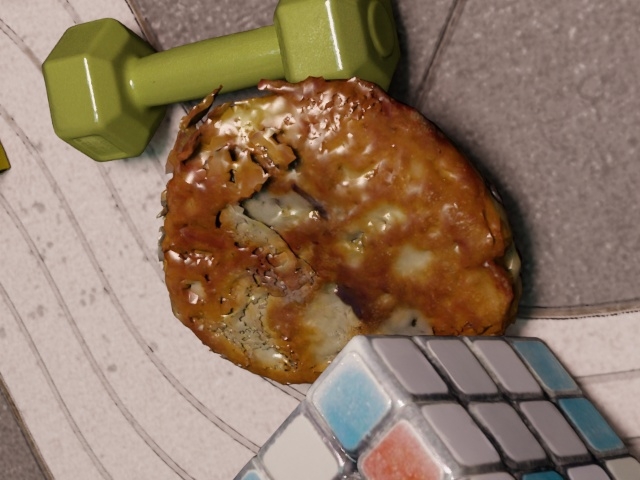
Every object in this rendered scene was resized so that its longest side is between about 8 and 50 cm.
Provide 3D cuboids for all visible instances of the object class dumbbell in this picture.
[{"bbox_3d":[-0.084,-0.144,1.173,0.302,0.121,0.108,-9,66,25],"label":"dumbbell"}]

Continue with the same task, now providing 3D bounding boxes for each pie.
[{"bbox_3d":[0.000,0.001,1.134,0.308,0.085,0.308,5,125,8],"label":"pie"}]

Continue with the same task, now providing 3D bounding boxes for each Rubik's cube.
[{"bbox_3d":[0.092,0.240,1.044,0.253,0.259,0.256,-50,61,23],"label":"Rubik's cube"}]

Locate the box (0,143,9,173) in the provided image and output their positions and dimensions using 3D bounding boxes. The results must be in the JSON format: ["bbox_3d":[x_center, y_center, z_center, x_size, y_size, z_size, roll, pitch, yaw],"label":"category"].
[{"bbox_3d":[-0.443,-0.027,1.334,0.279,0.153,0.041,-21,89,26],"label":"box"}]
